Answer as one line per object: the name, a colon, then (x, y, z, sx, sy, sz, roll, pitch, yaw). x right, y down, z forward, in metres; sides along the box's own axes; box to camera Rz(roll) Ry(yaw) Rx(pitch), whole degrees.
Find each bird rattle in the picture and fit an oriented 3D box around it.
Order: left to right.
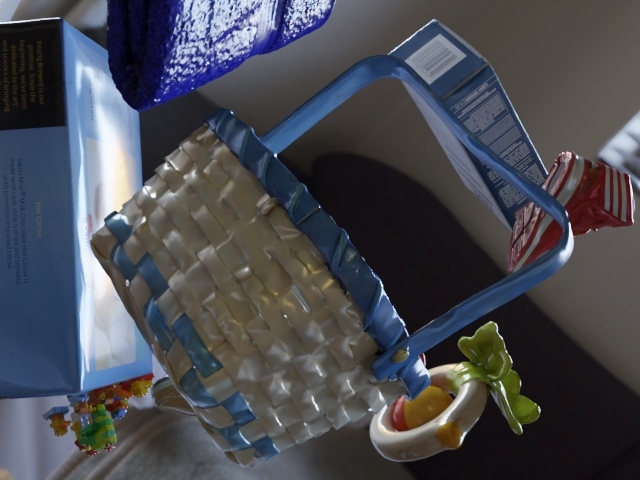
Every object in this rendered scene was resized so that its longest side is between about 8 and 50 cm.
bird rattle: (0.138, 0.203, 1.282, 0.207, 0.254, 0.143, -46, 119, -47)

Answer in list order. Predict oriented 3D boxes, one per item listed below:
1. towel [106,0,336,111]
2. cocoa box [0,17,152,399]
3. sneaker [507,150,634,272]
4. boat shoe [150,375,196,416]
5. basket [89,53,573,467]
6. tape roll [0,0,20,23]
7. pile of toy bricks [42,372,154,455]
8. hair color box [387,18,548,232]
towel: (-0.066, -0.257, 0.882, 0.076, 0.227, 0.308, 20, 34, 24)
cocoa box: (-0.313, -0.020, 0.992, 0.231, 0.228, 0.347, 22, 64, -83)
sneaker: (0.339, -0.016, 1.314, 0.128, 0.221, 0.087, 16, 53, -4)
boat shoe: (-0.090, 0.182, 1.083, 0.190, 0.068, 0.072, 2, 63, -21)
basket: (0.000, 0.000, 0.727, 0.254, 0.289, 0.201, 53, -2, 41)
tape roll: (-0.499, -0.382, 1.285, 0.246, 0.169, 0.246, 28, 4, -2)
pile of toy bricks: (-0.353, 0.289, 1.571, 0.118, 0.212, 0.105, 6, 57, -51)
hair color box: (0.256, -0.179, 1.616, 0.347, 0.105, 0.174, 51, 3, -43)
